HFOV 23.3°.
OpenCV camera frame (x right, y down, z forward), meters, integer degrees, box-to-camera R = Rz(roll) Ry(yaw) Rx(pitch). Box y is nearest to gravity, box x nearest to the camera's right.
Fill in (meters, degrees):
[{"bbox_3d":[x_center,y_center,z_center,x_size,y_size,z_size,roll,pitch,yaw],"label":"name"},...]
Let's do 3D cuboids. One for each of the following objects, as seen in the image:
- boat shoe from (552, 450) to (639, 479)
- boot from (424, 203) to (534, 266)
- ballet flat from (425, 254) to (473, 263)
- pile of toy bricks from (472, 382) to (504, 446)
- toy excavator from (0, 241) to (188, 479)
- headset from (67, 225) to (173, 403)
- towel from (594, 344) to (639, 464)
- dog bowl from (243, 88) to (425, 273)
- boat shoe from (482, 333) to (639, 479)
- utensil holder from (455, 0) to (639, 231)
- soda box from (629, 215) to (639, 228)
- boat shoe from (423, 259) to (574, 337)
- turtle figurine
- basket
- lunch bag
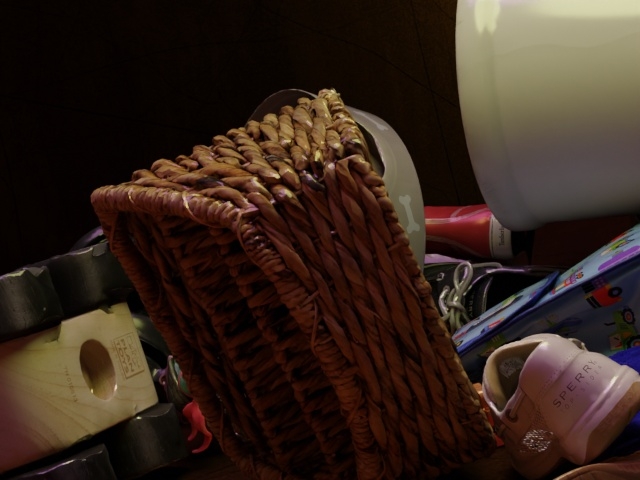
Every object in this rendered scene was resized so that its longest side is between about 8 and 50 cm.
[{"bbox_3d":[0.200,0.176,1.037,0.170,0.063,0.059,-13,-17,-23],"label":"boat shoe"},{"bbox_3d":[0.169,-0.011,1.900,0.176,0.088,0.244,1,-2,18],"label":"boot"},{"bbox_3d":[0.075,0.068,1.959,0.408,0.147,0.147,-8,6,16],"label":"ballet flat"},{"bbox_3d":[0.079,0.133,1.408,0.118,0.105,0.212,-13,6,-24],"label":"pile of toy bricks"},{"bbox_3d":[-0.354,0.164,1.524,0.445,0.222,0.433,-17,1,21],"label":"toy excavator"},{"bbox_3d":[-0.227,0.111,1.803,0.394,0.185,0.243,-18,48,7],"label":"headset"},{"bbox_3d":[0.328,0.119,1.244,0.227,0.076,0.308,-9,6,10],"label":"towel"},{"bbox_3d":[0.000,0.000,1.806,0.102,0.349,0.348,2,-1,-30],"label":"dog bowl"},{"bbox_3d":[0.168,0.112,1.157,0.098,0.096,0.277,-48,-6,-12],"label":"boat shoe"},{"bbox_3d":[0.378,-0.187,1.670,0.385,0.328,0.327,-5,7,22],"label":"utensil holder"},{"bbox_3d":[0.405,-0.008,1.837,0.061,0.181,0.058,-8,-1,27],"label":"soda box"},{"bbox_3d":[0.178,0.077,1.774,0.306,0.113,0.105,1,-5,19],"label":"boat shoe"},{"bbox_3d":[-0.101,0.130,1.537,0.118,0.175,0.234,-19,-5,-4],"label":"turtle figurine"},{"bbox_3d":[-0.020,0.072,1.199,0.223,0.299,0.213,-24,24,1],"label":"basket"},{"bbox_3d":[0.238,0.094,1.571,0.293,0.138,0.221,-22,3,13],"label":"lunch bag"}]
